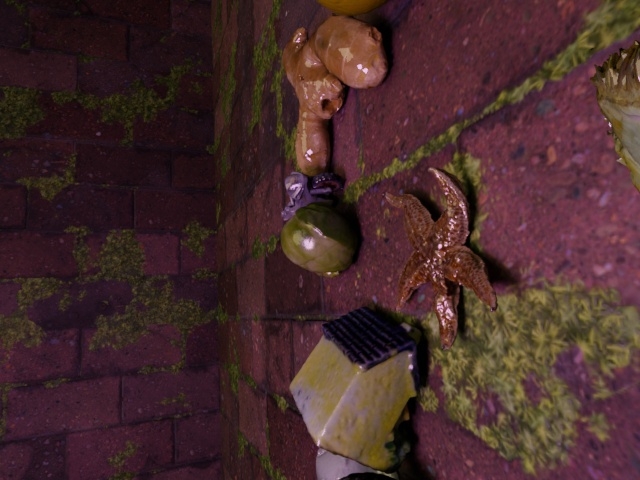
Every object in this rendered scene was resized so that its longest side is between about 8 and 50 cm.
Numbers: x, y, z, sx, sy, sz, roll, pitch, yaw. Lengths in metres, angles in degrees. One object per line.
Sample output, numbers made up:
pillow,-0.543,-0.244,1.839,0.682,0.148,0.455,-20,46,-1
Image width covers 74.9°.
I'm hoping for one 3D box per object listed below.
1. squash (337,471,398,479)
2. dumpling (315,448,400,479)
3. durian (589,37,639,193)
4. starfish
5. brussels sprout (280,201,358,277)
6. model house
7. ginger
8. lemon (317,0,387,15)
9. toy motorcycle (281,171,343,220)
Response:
squash,0.077,0.431,0.589,0.156,0.193,0.193,-54,-10,-47
dumpling,0.061,0.439,0.717,0.149,0.104,0.217,118,145,-48
durian,0.303,-0.068,0.200,0.198,0.163,0.394,57,178,-28
starfish,0.150,0.026,0.567,0.277,0.062,0.236,-124,40,-51
brussels sprout,-0.006,-0.004,0.851,0.183,0.145,0.131,-7,56,62
model house,0.079,0.218,0.686,0.211,0.170,0.194,-60,18,-1
ginger,-0.007,-0.357,0.872,0.363,0.122,0.348,113,141,-62
lemon,0.054,-0.452,0.651,0.248,0.184,0.184,-101,19,-67
toy motorcycle,-0.036,-0.090,0.931,0.215,0.122,0.080,135,136,-59
